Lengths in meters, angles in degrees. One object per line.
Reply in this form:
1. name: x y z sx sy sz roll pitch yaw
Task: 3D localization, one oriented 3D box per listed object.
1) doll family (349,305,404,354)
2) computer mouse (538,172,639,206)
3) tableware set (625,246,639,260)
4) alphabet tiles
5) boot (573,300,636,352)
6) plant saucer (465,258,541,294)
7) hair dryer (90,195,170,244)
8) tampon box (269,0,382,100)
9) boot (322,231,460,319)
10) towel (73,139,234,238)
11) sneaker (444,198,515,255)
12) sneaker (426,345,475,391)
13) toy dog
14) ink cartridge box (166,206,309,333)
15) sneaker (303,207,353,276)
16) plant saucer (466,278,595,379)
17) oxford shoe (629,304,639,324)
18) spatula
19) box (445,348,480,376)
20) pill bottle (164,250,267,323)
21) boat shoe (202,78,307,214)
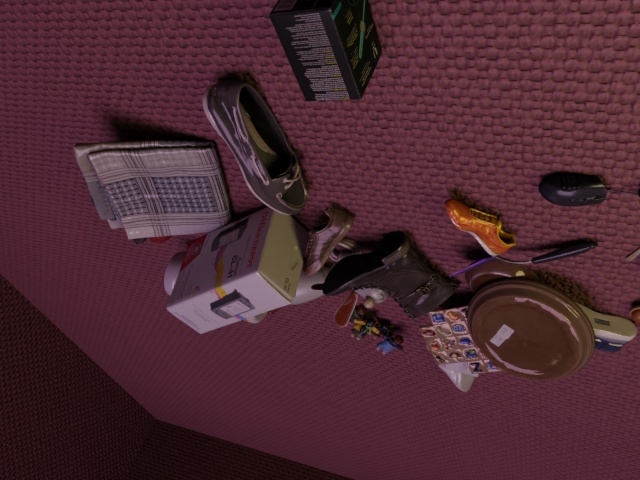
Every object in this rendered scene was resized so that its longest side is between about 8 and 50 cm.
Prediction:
1. doll family: 0.151 0.248 1.763 0.193 0.076 0.111 26 144 -12
2. computer mouse: 0.497 -0.073 1.086 0.242 0.041 0.071 7 144 24
3. tableware set: 0.648 0.026 1.132 0.128 0.039 0.194 22 148 3
4. alphabet tiles: 0.362 0.236 1.513 0.237 0.009 0.198 -14 114 33
5. boot: 0.578 0.194 1.395 0.190 0.069 0.086 18 142 8
6. plant saucer: 0.402 0.102 1.418 0.169 0.029 0.168 17 146 12
7. hair dryer: -0.493 -0.074 1.701 0.294 0.080 0.223 -14 130 43
8. tampon box: 0.014 -0.313 0.975 0.102 0.120 0.161 5 143 27
9. boot: 0.163 0.114 1.479 0.263 0.091 0.229 -29 124 22
10. towel: -0.384 -0.112 1.503 0.325 0.056 0.312 -1 145 1
11. sneaker: 0.314 -0.037 1.256 0.175 0.064 0.067 31 133 -24
12. sneaker: 0.361 0.341 1.770 0.094 0.080 0.212 19 154 45
13. toy dog: -0.008 0.131 1.605 0.334 0.161 0.220 -10 135 42
14. ink cartridge box: -0.198 0.070 1.525 0.306 0.226 0.131 -23 129 33
15. sneaker: 0.000 0.000 1.460 0.071 0.066 0.188 32 117 -8
16. plant saucer: 0.450 0.206 1.396 0.278 0.041 0.277 19 132 23
17. oxford shoe: 0.729 0.193 1.294 0.212 0.076 0.076 24 150 4
18. spatula: 0.407 0.037 1.292 0.297 0.030 0.084 -11 177 35
19. box: 0.370 0.271 1.618 0.087 0.101 0.102 12 144 19
20. pill bottle: -0.279 0.122 1.769 0.279 0.162 0.162 13 146 17
21. boat shoe: -0.107 -0.174 1.271 0.096 0.112 0.335 0 137 41
